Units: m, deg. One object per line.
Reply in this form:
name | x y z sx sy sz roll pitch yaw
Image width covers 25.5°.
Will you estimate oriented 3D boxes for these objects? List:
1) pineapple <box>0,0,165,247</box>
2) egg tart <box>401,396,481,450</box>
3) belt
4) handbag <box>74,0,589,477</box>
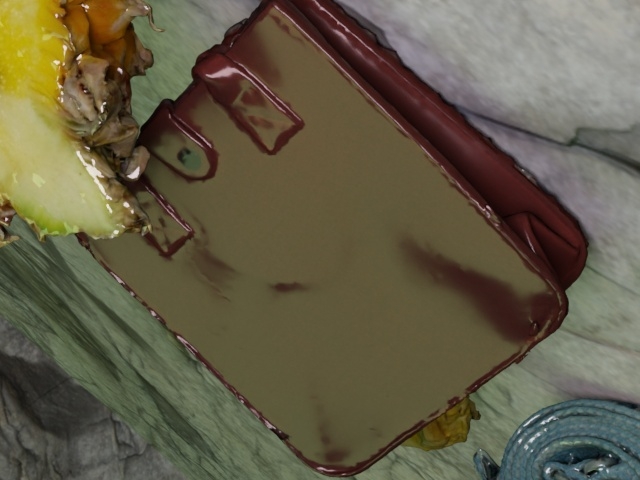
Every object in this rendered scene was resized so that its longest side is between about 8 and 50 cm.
pineapple | -0.178 -0.114 0.896 0.286 0.209 0.344 39 120 7
egg tart | 0.018 0.051 1.123 0.294 0.123 0.294 29 160 12
belt | 0.216 0.193 1.069 0.082 0.148 0.163 51 -175 -41
handbag | 0.000 0.001 0.919 0.275 0.084 0.260 44 127 -7
